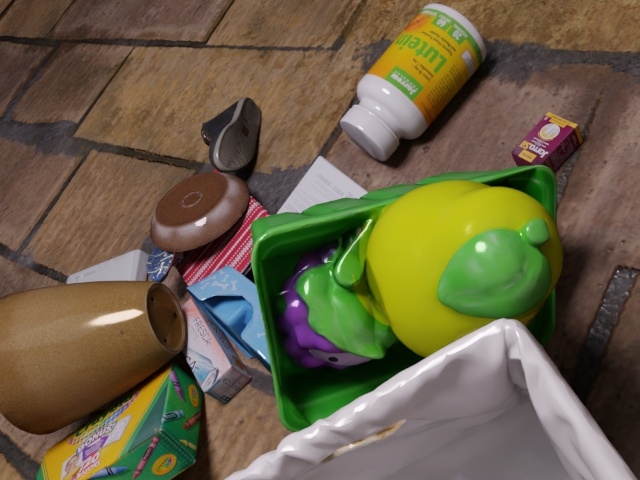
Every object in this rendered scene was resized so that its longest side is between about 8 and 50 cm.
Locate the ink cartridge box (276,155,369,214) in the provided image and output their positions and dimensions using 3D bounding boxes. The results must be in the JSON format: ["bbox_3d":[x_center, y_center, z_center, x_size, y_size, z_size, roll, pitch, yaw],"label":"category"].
[{"bbox_3d":[0.000,0.000,1.073,0.224,0.045,0.223,-52,45,6],"label":"ink cartridge box"}]

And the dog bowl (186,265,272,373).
[{"bbox_3d":[-0.084,0.135,0.971,0.074,0.166,0.297,-44,44,-15],"label":"dog bowl"}]

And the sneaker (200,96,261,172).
[{"bbox_3d":[-0.196,-0.192,1.323,0.118,0.083,0.222,-22,32,28],"label":"sneaker"}]

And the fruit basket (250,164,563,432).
[{"bbox_3d":[0.118,0.053,0.704,0.393,0.282,0.392,-6,22,3],"label":"fruit basket"}]

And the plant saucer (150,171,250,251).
[{"bbox_3d":[-0.224,-0.063,1.179,0.199,0.036,0.198,-15,41,13],"label":"plant saucer"}]

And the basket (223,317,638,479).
[{"bbox_3d":[0.131,0.293,0.574,0.328,0.266,0.331,-34,67,11],"label":"basket"}]

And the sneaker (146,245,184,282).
[{"bbox_3d":[-0.269,0.027,1.183,0.052,0.058,0.135,-10,45,19],"label":"sneaker"}]

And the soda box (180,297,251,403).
[{"bbox_3d":[-0.186,0.177,1.077,0.063,0.058,0.183,-44,45,1],"label":"soda box"}]

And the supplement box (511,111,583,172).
[{"bbox_3d":[0.326,-0.135,0.949,0.083,0.043,0.055,-48,47,-2],"label":"supplement box"}]

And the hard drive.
[{"bbox_3d":[-0.432,0.180,1.260,0.203,0.040,0.307,-19,51,23],"label":"hard drive"}]

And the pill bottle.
[{"bbox_3d":[0.148,-0.256,1.091,0.245,0.136,0.136,-50,46,-5],"label":"pill bottle"}]

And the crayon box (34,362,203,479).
[{"bbox_3d":[-0.313,0.329,1.005,0.278,0.081,0.165,-36,22,9],"label":"crayon box"}]

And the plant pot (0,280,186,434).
[{"bbox_3d":[-0.354,0.161,1.053,0.255,0.237,0.237,-18,51,12],"label":"plant pot"}]

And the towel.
[{"bbox_3d":[-0.190,-0.008,1.200,0.198,0.031,0.275,-52,42,4],"label":"towel"}]
